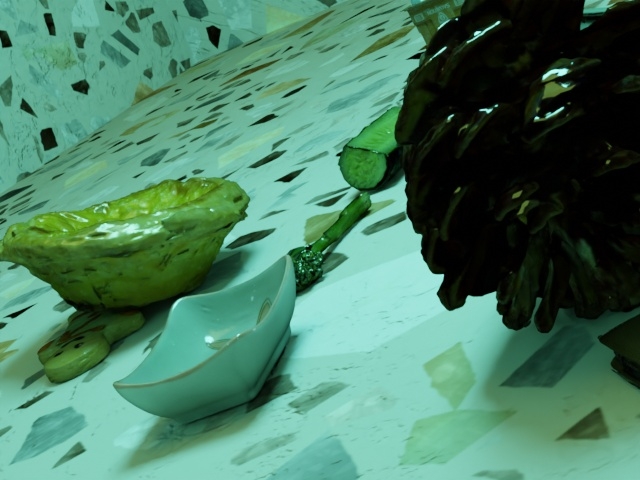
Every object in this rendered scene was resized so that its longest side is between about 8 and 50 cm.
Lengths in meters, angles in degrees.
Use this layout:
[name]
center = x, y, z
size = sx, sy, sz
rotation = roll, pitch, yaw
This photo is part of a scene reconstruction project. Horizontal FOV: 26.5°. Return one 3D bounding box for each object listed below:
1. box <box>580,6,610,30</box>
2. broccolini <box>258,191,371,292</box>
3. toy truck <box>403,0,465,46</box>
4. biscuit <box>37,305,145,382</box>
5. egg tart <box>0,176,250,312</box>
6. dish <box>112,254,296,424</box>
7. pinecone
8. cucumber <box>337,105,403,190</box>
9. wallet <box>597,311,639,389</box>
[box]
center = 0.287, -0.140, 1.404
size = 0.135, 0.163, 0.243
rotation = -38, 18, -9
[broccolini]
center = 0.002, -0.006, 1.618
size = 0.071, 0.057, 0.254
rotation = 24, 36, 12
[toy truck]
center = 0.293, -0.374, 2.147
size = 0.133, 0.184, 0.338
rotation = -15, 16, 45
[biscuit]
center = -0.291, 0.117, 1.739
size = 0.153, 0.030, 0.234
rotation = -24, 14, 17
[egg tart]
center = -0.248, 0.008, 1.765
size = 0.341, 0.129, 0.341
rotation = -10, 14, 3
[dish]
center = -0.098, 0.107, 1.347
size = 0.151, 0.077, 0.212
rotation = -23, 15, 20
[pinecone]
center = 0.182, -0.071, 1.076
size = 0.242, 0.295, 0.298
rotation = -19, -23, 15
[cucumber]
center = 0.096, -0.127, 1.872
size = 0.078, 0.062, 0.211
rotation = 16, 25, 18
[wallet]
center = 0.301, 0.045, 0.965
size = 0.198, 0.031, 0.110
rotation = -28, 14, -6
